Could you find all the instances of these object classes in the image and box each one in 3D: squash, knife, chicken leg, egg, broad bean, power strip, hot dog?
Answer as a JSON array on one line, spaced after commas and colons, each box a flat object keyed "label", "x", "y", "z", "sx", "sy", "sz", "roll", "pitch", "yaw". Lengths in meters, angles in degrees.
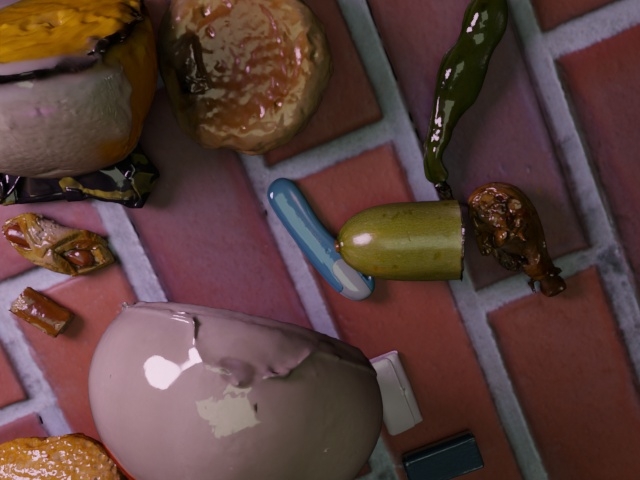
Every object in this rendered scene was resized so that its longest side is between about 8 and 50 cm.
[{"label": "squash", "x": 0.113, "y": 0.004, "z": 0.956, "sx": 0.186, "sy": 0.123, "sz": 0.123, "roll": -4, "pitch": 100, "yaw": 1}, {"label": "knife", "x": 0.000, "y": 0.000, "z": 0.996, "sx": 0.064, "sy": 0.031, "sz": 0.222, "roll": -40, "pitch": 95, "yaw": -6}, {"label": "chicken leg", "x": 0.289, "y": 0.007, "z": 0.977, "sx": 0.085, "sy": 0.101, "sz": 0.207, "roll": -27, "pitch": 111, "yaw": 33}, {"label": "egg", "x": -0.346, "y": -0.180, "z": 0.843, "sx": 0.336, "sy": 0.337, "sz": 0.201, "roll": -7, "pitch": 124, "yaw": 0}, {"label": "broad bean", "x": 0.203, "y": -0.206, "z": 0.957, "sx": 0.098, "sy": 0.056, "sz": 0.318, "roll": -1, "pitch": 109, "yaw": -21}, {"label": "power strip", "x": 0.189, "y": 0.345, "z": 1.058, "sx": 0.123, "sy": 0.032, "sz": 0.056, "roll": -21, "pitch": 99, "yaw": 3}, {"label": "hot dog", "x": -0.383, "y": 0.010, "z": 0.972, "sx": 0.168, "sy": 0.061, "sz": 0.078, "roll": 17, "pitch": 100, "yaw": -4}]

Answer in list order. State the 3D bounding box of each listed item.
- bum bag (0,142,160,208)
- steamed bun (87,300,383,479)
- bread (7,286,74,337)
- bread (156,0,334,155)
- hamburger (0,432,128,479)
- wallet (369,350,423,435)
[{"label": "bum bag", "x": -0.343, "y": -0.098, "z": 0.954, "sx": 0.232, "sy": 0.060, "sz": 0.107, "roll": 0, "pitch": 94, "yaw": -1}, {"label": "steamed bun", "x": -0.109, "y": 0.225, "z": 0.852, "sx": 0.374, "sy": 0.374, "sz": 0.242, "roll": 12, "pitch": 77, "yaw": -3}, {"label": "bread", "x": -0.413, "y": 0.107, "z": 1.002, "sx": 0.083, "sy": 0.036, "sz": 0.047, "roll": 33, "pitch": 89, "yaw": -5}, {"label": "bread", "x": -0.104, "y": -0.233, "z": 0.903, "sx": 0.244, "sy": 0.134, "sz": 0.245, "roll": 0, "pitch": 99, "yaw": 2}, {"label": "hamburger", "x": -0.393, "y": 0.434, "z": 0.932, "sx": 0.289, "sy": 0.314, "sz": 0.170, "roll": 1, "pitch": 136, "yaw": 5}, {"label": "wallet", "x": 0.112, "y": 0.236, "z": 1.042, "sx": 0.061, "sy": 0.025, "sz": 0.122, "roll": -22, "pitch": 99, "yaw": -4}]
